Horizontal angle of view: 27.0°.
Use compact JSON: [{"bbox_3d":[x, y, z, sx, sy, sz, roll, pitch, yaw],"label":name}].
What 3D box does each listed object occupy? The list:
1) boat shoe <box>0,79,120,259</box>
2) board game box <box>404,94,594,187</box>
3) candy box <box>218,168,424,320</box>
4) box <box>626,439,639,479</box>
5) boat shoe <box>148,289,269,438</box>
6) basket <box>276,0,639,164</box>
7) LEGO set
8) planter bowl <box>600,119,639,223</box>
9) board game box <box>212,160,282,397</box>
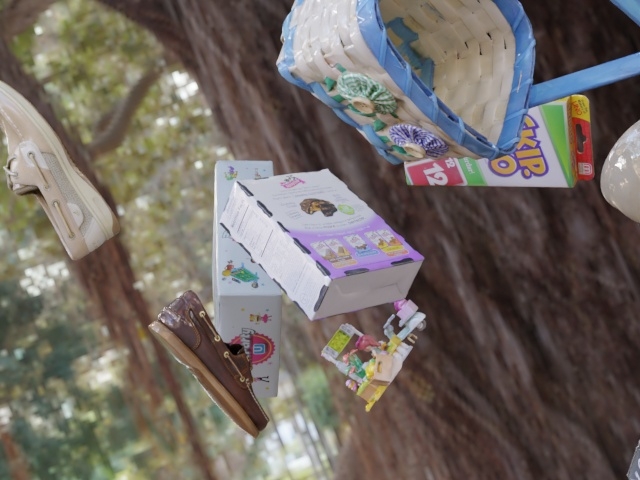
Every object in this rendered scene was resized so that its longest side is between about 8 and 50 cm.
[{"bbox_3d":[-0.430,-0.109,2.027,0.098,0.302,0.109,-38,4,-15],"label":"boat shoe"},{"bbox_3d":[0.234,-0.133,1.794,0.260,0.124,0.039,1,27,22],"label":"board game box"},{"bbox_3d":[0.000,0.000,1.638,0.165,0.196,0.070,-10,-46,-43],"label":"candy box"},{"bbox_3d":[0.506,0.321,1.372,0.293,0.295,0.073,-3,-48,-11],"label":"box"},{"bbox_3d":[-0.117,0.149,1.593,0.073,0.207,0.073,-46,31,-18],"label":"boat shoe"},{"bbox_3d":[0.128,-0.190,1.193,0.289,0.201,0.255,-24,-47,39],"label":"basket"},{"bbox_3d":[0.062,0.162,1.913,0.132,0.107,0.287,-56,-5,17],"label":"LEGO set"},{"bbox_3d":[0.459,-0.075,1.716,0.162,0.109,0.162,-17,-46,-19],"label":"planter bowl"},{"bbox_3d":[-0.116,0.056,2.039,0.098,0.303,0.224,0,-48,-5],"label":"board game box"}]
